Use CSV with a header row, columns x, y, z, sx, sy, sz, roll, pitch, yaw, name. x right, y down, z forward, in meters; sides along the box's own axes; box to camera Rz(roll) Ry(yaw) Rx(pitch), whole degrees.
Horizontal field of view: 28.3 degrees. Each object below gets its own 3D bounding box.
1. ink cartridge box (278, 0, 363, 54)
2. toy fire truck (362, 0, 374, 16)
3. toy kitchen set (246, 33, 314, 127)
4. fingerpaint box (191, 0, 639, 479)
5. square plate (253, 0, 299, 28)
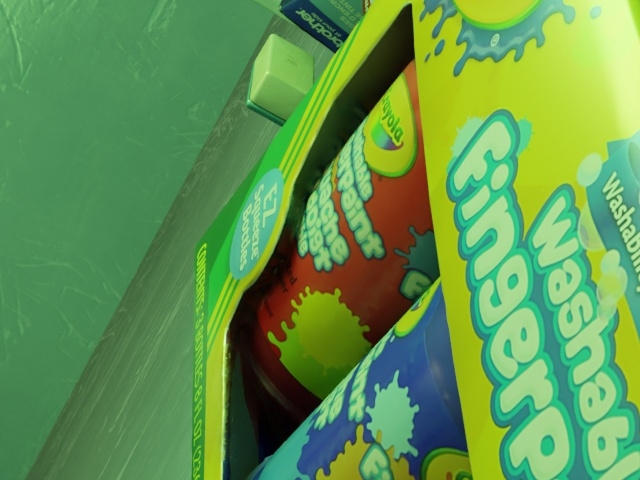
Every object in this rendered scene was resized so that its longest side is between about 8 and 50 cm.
x,y,z,sx,sy,sz,roll,pitch,yaw,name
0.121,-0.349,1.355,0.395,0.151,0.270,-23,40,54,ink cartridge box
0.140,-0.142,1.069,0.302,0.169,0.253,-173,86,-76,toy fire truck
-0.003,-0.075,1.288,0.166,0.207,0.122,-57,14,23,toy kitchen set
0.084,0.080,0.548,0.371,0.163,0.444,-50,32,40,fingerpaint box
0.011,-0.437,1.543,0.347,0.344,0.049,-63,18,-2,square plate
